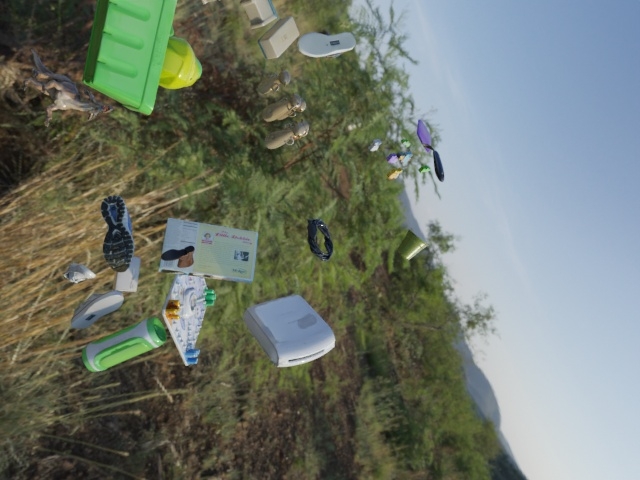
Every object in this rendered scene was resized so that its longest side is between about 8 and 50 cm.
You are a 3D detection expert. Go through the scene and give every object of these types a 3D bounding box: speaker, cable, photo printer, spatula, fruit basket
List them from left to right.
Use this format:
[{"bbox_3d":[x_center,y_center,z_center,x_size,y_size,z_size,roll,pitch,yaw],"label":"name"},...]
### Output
[{"bbox_3d":[-0.769,0.408,1.813,0.131,0.297,0.131,157,-90,-89],"label":"speaker"},{"bbox_3d":[-0.511,-0.575,1.437,0.283,0.392,0.392,27,-30,49],"label":"fruit basket"},{"bbox_3d":[-0.113,0.337,1.718,0.307,0.256,0.107,41,-47,48],"label":"photo printer"},{"bbox_3d":[0.000,0.000,1.871,0.151,0.047,0.184,15,55,-59],"label":"cable"},{"bbox_3d":[0.303,-0.245,1.263,0.084,0.030,0.296,49,23,-31],"label":"spatula"}]

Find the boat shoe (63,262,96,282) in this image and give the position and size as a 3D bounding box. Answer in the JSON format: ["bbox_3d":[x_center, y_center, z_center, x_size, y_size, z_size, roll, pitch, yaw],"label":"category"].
[{"bbox_3d":[-0.847,0.118,1.608,0.063,0.184,0.066,-57,133,-27],"label":"boat shoe"}]

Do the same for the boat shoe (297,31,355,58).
[{"bbox_3d":[0.006,-0.546,1.313,0.083,0.184,0.065,0,-76,63],"label":"boat shoe"}]

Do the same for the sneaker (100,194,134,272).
[{"bbox_3d":[-0.863,-0.023,2.001,0.147,0.130,0.329,118,-35,-77],"label":"sneaker"}]

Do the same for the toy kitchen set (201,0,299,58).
[{"bbox_3d":[-0.184,-0.585,1.182,0.122,0.166,0.207,-58,138,-32],"label":"toy kitchen set"}]

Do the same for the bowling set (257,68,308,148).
[{"bbox_3d":[-0.099,-0.444,1.639,0.200,0.154,0.286,13,64,-60],"label":"bowling set"}]

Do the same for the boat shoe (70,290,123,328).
[{"bbox_3d":[-0.877,0.252,1.809,0.096,0.268,0.088,27,35,-48],"label":"boat shoe"}]

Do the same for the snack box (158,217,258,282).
[{"bbox_3d":[-0.393,0.039,1.644,0.060,0.322,0.187,140,-43,-65],"label":"snack box"}]

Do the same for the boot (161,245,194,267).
[{"bbox_3d":[-0.445,0.062,1.441,0.037,0.107,0.114,67,-27,18],"label":"boot"}]

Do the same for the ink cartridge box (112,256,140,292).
[{"bbox_3d":[-0.881,0.151,2.092,0.218,0.092,0.158,-6,-102,61],"label":"ink cartridge box"}]

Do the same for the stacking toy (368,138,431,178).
[{"bbox_3d":[0.309,-0.321,1.806,0.166,0.221,0.052,61,-39,24],"label":"stacking toy"}]

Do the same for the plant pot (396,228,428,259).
[{"bbox_3d":[0.290,0.019,1.486,0.083,0.079,0.083,39,8,-6],"label":"plant pot"}]

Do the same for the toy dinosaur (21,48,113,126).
[{"bbox_3d":[-0.862,-0.504,1.563,0.295,0.127,0.200,52,39,8],"label":"toy dinosaur"}]

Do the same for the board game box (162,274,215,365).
[{"bbox_3d":[-0.545,0.268,1.970,0.389,0.051,0.389,-84,174,-45],"label":"board game box"}]
